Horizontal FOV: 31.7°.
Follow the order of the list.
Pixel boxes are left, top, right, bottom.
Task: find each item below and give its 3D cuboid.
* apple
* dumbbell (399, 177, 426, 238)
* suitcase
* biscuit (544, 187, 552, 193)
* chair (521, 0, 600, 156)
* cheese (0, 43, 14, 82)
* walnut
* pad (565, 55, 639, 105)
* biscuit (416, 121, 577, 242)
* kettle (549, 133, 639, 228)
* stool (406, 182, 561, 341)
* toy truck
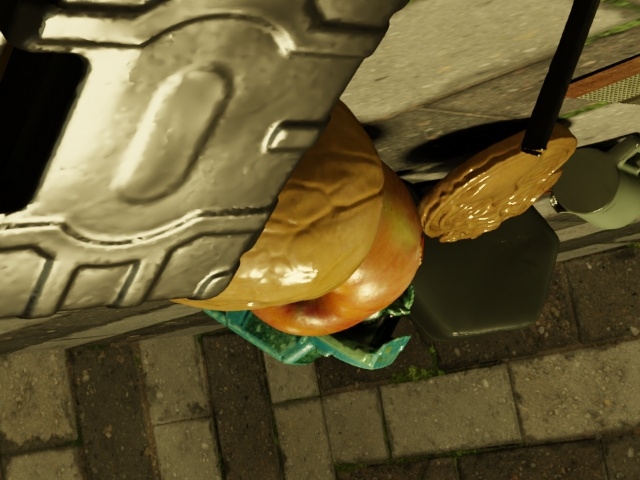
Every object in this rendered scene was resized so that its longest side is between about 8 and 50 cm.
[{"bbox_3d":[0.000,0.000,1.124,0.209,0.164,0.209,7,135,7],"label":"apple"},{"bbox_3d":[0.058,-0.034,1.312,0.100,0.100,0.191,-13,171,19],"label":"dumbbell"},{"bbox_3d":[-0.083,-0.070,0.546,0.206,0.066,0.285,-5,142,-39],"label":"suitcase"},{"bbox_3d":[0.350,-0.085,1.631,0.119,0.019,0.130,-5,171,-36],"label":"biscuit"},{"bbox_3d":[0.213,-0.145,0.474,0.158,0.247,0.172,-4,-166,-38],"label":"chair"},{"bbox_3d":[-0.226,-0.097,0.607,0.093,0.126,0.171,-16,150,27],"label":"cheese"},{"bbox_3d":[-0.062,-0.033,0.861,0.225,0.193,0.193,-9,172,-13],"label":"walnut"},{"bbox_3d":[0.416,-0.156,1.059,0.323,0.055,0.250,7,-174,45],"label":"pad"},{"bbox_3d":[0.205,-0.056,1.315,0.202,0.044,0.289,-30,164,0],"label":"biscuit"},{"bbox_3d":[0.377,-0.073,1.479,0.126,0.098,0.148,-8,171,26],"label":"kettle"},{"bbox_3d":[0.197,0.027,1.526,0.232,0.232,0.141,-9,175,-10],"label":"stool"},{"bbox_3d":[-0.023,0.060,1.370,0.279,0.156,0.155,32,-172,15],"label":"toy truck"}]
